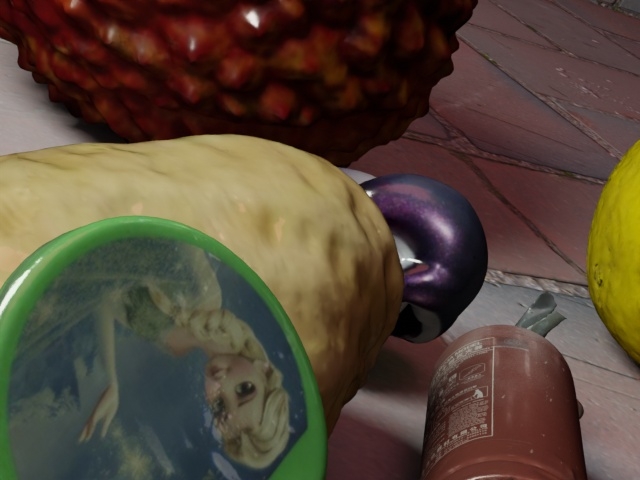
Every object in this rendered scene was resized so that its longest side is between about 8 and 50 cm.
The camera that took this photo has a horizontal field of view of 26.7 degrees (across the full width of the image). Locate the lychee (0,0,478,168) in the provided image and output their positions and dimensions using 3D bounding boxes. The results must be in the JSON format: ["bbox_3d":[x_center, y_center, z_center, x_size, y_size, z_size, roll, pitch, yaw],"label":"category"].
[{"bbox_3d":[-0.091,-0.276,1.122,0.500,0.424,0.425,54,30,15],"label":"lychee"}]

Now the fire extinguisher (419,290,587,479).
[{"bbox_3d":[0.111,0.113,0.790,0.105,0.104,0.269,24,19,0],"label":"fire extinguisher"}]

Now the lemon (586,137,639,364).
[{"bbox_3d":[0.353,0.004,1.102,0.268,0.268,0.322,31,17,18],"label":"lemon"}]

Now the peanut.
[{"bbox_3d":[-0.098,0.051,0.635,0.387,0.169,0.192,-12,70,-51],"label":"peanut"}]

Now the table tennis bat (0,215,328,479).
[{"bbox_3d":[-0.038,0.108,0.533,0.160,0.039,0.257,-45,110,-42],"label":"table tennis bat"}]

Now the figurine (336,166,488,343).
[{"bbox_3d":[0.000,0.000,0.897,0.222,0.145,0.145,15,21,-9],"label":"figurine"}]
